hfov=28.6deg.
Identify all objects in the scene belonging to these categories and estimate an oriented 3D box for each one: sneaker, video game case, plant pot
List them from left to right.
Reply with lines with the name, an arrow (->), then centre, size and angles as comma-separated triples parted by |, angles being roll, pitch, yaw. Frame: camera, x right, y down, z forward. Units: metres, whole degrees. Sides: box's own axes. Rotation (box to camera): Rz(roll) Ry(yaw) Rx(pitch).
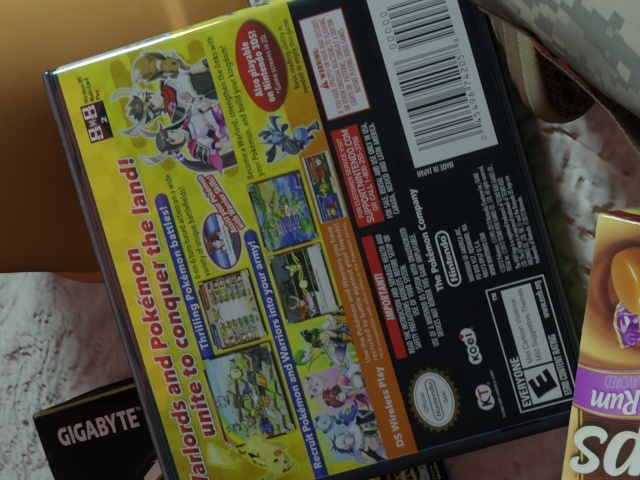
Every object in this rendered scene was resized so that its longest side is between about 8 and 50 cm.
plant pot -> -0.209, -0.097, 0.844 | 0.291, 0.203, 0.290 | 12, 110, 37
video game case -> 0.000, 0.000, 0.712 | 0.248, 0.035, 0.274 | -16, 93, 6
sneaker -> 0.108, -0.155, 0.660 | 0.071, 0.066, 0.188 | 3, 99, 57

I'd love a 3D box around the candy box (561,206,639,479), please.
candy box -> 0.187, 0.084, 0.638 | 0.109, 0.053, 0.186 | 15, 105, 41

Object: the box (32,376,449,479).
box -> -0.047, 0.203, 0.874 | 0.322, 0.079, 0.257 | -20, 91, 42

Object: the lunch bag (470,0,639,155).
lunch bag -> 0.214, -0.099, 0.472 | 0.305, 0.213, 0.256 | 52, 128, 18
